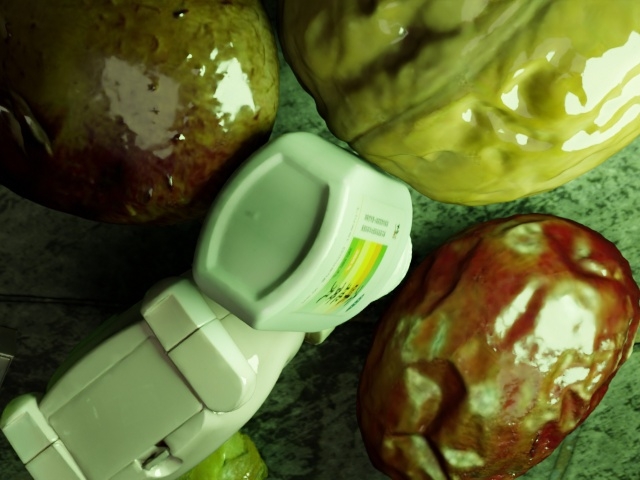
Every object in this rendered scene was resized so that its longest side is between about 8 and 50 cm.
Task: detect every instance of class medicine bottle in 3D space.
[{"bbox_3d":[0.000,0.000,1.420,0.124,0.324,0.179,33,95,15],"label":"medicine bottle"}]

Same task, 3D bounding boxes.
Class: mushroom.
[{"bbox_3d":[-0.166,-0.156,1.390,0.356,0.331,0.334,-1,103,-44],"label":"mushroom"}]

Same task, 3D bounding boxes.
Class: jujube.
[{"bbox_3d":[0.193,0.139,1.655,0.277,0.276,0.376,10,130,-13],"label":"jujube"}]

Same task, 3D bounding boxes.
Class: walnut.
[{"bbox_3d":[0.153,-0.215,1.321,0.398,0.308,0.354,-34,97,35],"label":"walnut"}]

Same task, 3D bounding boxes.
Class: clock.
[{"bbox_3d":[-0.147,0.134,1.606,0.342,0.326,0.184,-32,93,24],"label":"clock"}]

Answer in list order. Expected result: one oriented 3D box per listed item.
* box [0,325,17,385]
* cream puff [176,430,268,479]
[{"bbox_3d":[-0.446,0.152,1.756,0.129,0.051,0.130,17,126,-18],"label":"box"},{"bbox_3d":[-0.172,0.335,1.869,0.244,0.196,0.244,-17,124,-27],"label":"cream puff"}]
